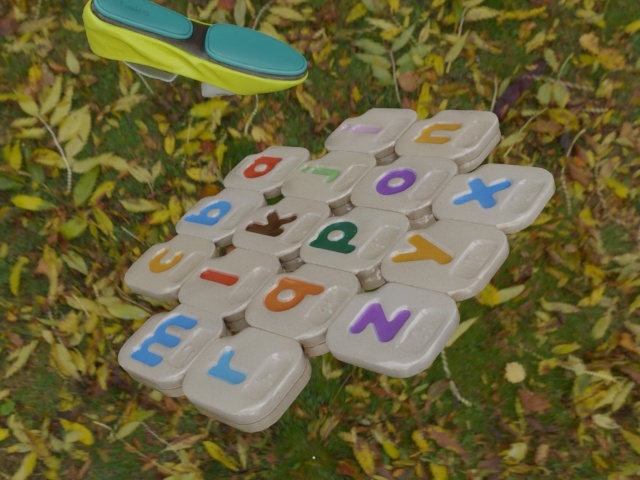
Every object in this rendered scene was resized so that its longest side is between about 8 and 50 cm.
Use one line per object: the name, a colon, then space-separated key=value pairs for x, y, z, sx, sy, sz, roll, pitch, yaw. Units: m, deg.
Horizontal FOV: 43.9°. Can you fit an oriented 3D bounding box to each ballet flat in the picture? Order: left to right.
ballet flat: x=-0.130 y=-0.190 z=0.819 sx=0.230 sy=0.077 sz=0.077 roll=16 pitch=46 yaw=-11

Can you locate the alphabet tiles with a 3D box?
alphabet tiles: x=0.000 y=0.000 z=0.530 sx=0.277 sy=0.021 sz=0.284 roll=10 pitch=48 yaw=43
